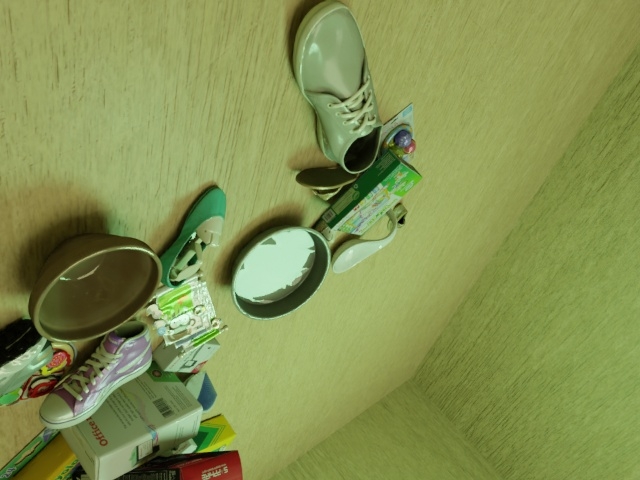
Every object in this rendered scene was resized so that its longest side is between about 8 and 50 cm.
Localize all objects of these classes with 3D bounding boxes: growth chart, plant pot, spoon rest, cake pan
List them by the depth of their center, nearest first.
[{"bbox_3d":[-0.421,0.067,1.021,0.237,0.110,0.237,-34,152,-22],"label":"plant pot"},{"bbox_3d":[-0.326,0.183,1.365,0.172,0.021,0.237,-35,134,-26],"label":"growth chart"},{"bbox_3d":[-0.109,0.079,1.474,0.293,0.054,0.293,-20,132,-24],"label":"cake pan"},{"bbox_3d":[0.146,0.011,1.791,0.276,0.084,0.137,-40,154,-11],"label":"spoon rest"}]

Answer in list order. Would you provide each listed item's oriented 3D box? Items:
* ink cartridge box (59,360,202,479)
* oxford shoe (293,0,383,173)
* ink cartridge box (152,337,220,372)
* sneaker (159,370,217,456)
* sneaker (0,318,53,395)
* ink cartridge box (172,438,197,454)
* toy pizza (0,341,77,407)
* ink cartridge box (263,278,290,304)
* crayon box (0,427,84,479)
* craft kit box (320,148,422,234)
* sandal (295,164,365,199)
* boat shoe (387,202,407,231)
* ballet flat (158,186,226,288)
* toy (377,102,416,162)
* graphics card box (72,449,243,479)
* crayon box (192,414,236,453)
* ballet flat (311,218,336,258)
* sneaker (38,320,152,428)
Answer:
[{"bbox_3d":[-0.467,0.439,1.381,0.278,0.201,0.117,-16,133,-44],"label":"ink cartridge box"},{"bbox_3d":[0.054,-0.295,1.160,0.169,0.130,0.449,-37,152,-11],"label":"oxford shoe"},{"bbox_3d":[-0.357,0.295,1.501,0.109,0.063,0.150,-48,154,6],"label":"ink cartridge box"},{"bbox_3d":[-0.449,0.495,1.608,0.182,0.127,0.315,-14,-166,25],"label":"sneaker"},{"bbox_3d":[-0.617,0.261,1.021,0.271,0.100,0.108,-33,144,-24],"label":"sneaker"},{"bbox_3d":[-0.465,0.635,1.779,0.088,0.122,0.052,-40,154,-10],"label":"ink cartridge box"},{"bbox_3d":[-0.602,0.281,1.162,0.201,0.032,0.201,-34,152,-21],"label":"toy pizza"},{"bbox_3d":[-0.125,0.141,1.613,0.104,0.061,0.181,-44,154,-2],"label":"ink cartridge box"},{"bbox_3d":[-0.659,0.592,1.481,0.203,0.083,0.323,-44,154,-2],"label":"crayon box"},{"bbox_3d":[0.144,-0.120,1.515,0.250,0.061,0.246,-44,165,15],"label":"craft kit box"},{"bbox_3d":[0.026,-0.137,1.395,0.240,0.088,0.079,-25,142,-44],"label":"sandal"},{"bbox_3d":[0.263,-0.065,1.890,0.050,0.045,0.135,-32,151,-24],"label":"boat shoe"},{"bbox_3d":[-0.260,0.005,1.188,0.247,0.087,0.083,-51,153,13],"label":"ballet flat"},{"bbox_3d":[0.224,-0.250,1.551,0.137,0.056,0.237,-40,154,-13],"label":"toy"},{"bbox_3d":[-0.417,0.611,1.436,0.371,0.094,0.233,-15,165,26],"label":"graphics card box"},{"bbox_3d":[-0.512,0.811,1.993,0.313,0.106,0.363,-3,133,-56],"label":"crayon box"},{"bbox_3d":[0.000,0.000,1.580,0.206,0.067,0.073,-49,153,9],"label":"ballet flat"},{"bbox_3d":[-0.494,0.275,1.232,0.282,0.102,0.161,-41,156,-46],"label":"sneaker"}]
